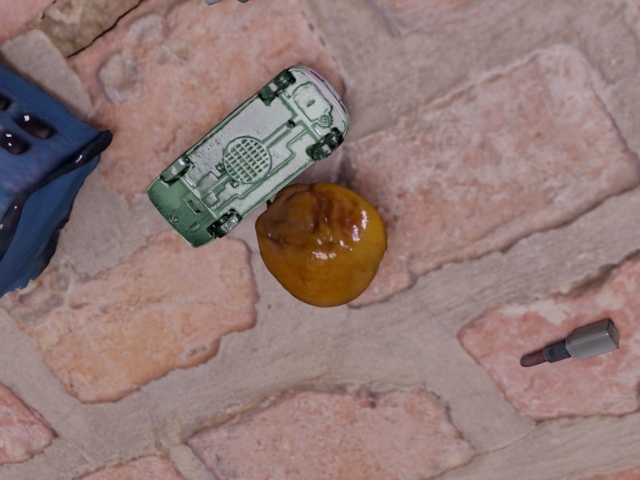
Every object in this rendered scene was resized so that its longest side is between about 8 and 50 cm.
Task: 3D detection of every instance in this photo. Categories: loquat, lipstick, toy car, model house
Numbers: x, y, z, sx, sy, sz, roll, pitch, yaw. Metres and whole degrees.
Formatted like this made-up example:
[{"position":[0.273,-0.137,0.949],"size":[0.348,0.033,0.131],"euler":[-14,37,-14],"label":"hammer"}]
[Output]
[{"position":[0.000,0.000,0.919],"size":[0.137,0.113,0.137],"euler":[22,145,16],"label":"loquat"},{"position":[0.255,0.113,0.945],"size":[0.107,0.025,0.025],"euler":[-26,107,33],"label":"lipstick"},{"position":[-0.070,-0.086,0.909],"size":[0.224,0.076,0.090],"euler":[-36,101,21],"label":"toy car"},{"position":[-0.405,-0.079,0.945],"size":[0.303,0.215,0.237],"euler":[37,122,1],"label":"model house"}]

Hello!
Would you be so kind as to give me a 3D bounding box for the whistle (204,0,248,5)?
[{"position":[-0.064,-0.242,0.846],"size":[0.100,0.035,0.035],"euler":[-18,111,26],"label":"whistle"}]
